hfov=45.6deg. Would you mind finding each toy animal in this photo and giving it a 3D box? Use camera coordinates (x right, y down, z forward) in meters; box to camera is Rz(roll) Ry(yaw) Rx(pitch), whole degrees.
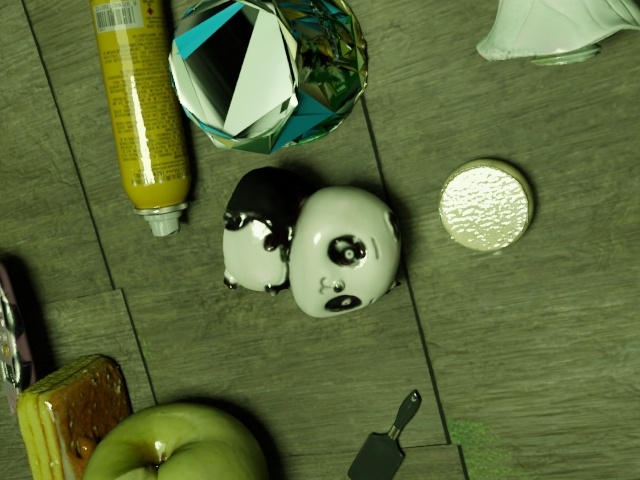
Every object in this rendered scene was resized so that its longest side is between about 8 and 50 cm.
[{"bbox_3d":[-0.006,0.004,1.028,0.235,0.165,0.187,20,133,17],"label":"toy animal"}]

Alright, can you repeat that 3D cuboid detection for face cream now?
[{"bbox_3d":[-0.254,-0.178,1.118,0.105,0.105,0.348,-3,103,23],"label":"face cream"}]

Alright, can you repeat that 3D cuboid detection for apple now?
[{"bbox_3d":[-0.215,0.396,1.159,0.292,0.292,0.254,1,129,22],"label":"apple"}]

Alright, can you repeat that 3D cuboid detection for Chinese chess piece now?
[{"bbox_3d":[0.214,-0.046,0.989,0.122,0.051,0.122,5,106,19],"label":"Chinese chess piece"}]

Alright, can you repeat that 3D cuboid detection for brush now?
[{"bbox_3d":[0.104,0.303,1.146,0.063,0.016,0.193,31,114,12],"label":"brush"}]

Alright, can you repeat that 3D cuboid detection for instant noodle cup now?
[{"bbox_3d":[-0.075,-0.226,0.989,0.240,0.178,0.240,6,107,22],"label":"instant noodle cup"}]

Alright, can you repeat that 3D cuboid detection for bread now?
[{"bbox_3d":[-0.393,0.329,1.267,0.111,0.184,0.234,-6,102,23],"label":"bread"}]

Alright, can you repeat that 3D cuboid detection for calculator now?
[{"bbox_3d":[-0.536,0.162,1.313,0.194,0.043,0.294,-7,94,61],"label":"calculator"}]

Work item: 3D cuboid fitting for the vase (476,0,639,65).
[{"bbox_3d":[0.231,-0.410,0.792,0.250,0.250,0.445,-4,107,24],"label":"vase"}]
